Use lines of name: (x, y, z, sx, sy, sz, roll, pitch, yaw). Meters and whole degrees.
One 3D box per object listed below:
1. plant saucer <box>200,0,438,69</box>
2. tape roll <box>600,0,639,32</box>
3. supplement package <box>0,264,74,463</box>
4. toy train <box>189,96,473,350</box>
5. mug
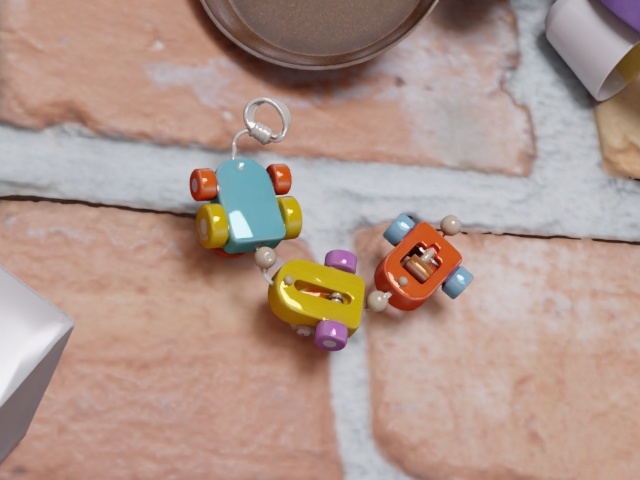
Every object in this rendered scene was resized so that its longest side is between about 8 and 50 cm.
plant saucer: (0.002, -0.183, 1.002, 0.168, 0.029, 0.168, -1, 79, 8)
tape roll: (0.269, -0.184, 1.066, 0.189, 0.080, 0.189, 19, 31, -12)
supplement package: (-0.258, 0.071, 0.726, 0.203, 0.149, 0.194, 37, 57, 2)
toy train: (0.000, 0.000, 0.928, 0.166, 0.046, 0.125, 39, 55, 0)
mug: (0.187, -0.137, 1.070, 0.064, 0.062, 0.078, 46, 25, 18)
